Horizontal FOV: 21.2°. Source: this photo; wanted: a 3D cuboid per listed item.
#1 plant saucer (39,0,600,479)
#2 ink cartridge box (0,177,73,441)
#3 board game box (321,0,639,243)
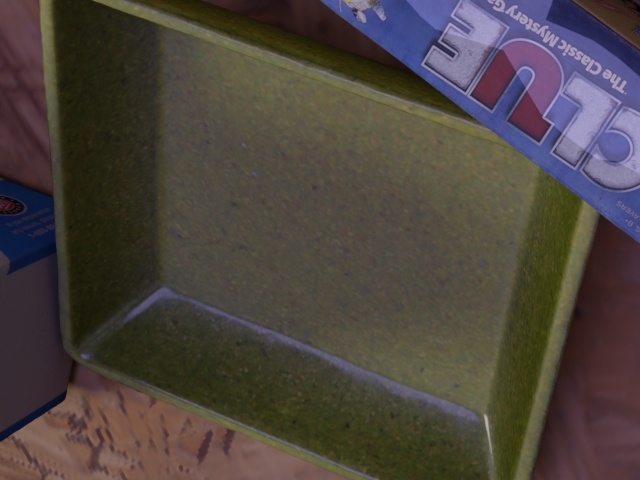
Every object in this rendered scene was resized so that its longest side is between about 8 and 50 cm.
[{"bbox_3d":[0.000,0.000,0.586,0.188,0.045,0.188,21,138,15],"label":"plant saucer"},{"bbox_3d":[-0.208,0.010,0.639,0.203,0.148,0.085,20,110,16],"label":"ink cartridge box"},{"bbox_3d":[0.030,-0.100,0.519,0.243,0.165,0.042,39,112,9],"label":"board game box"}]
